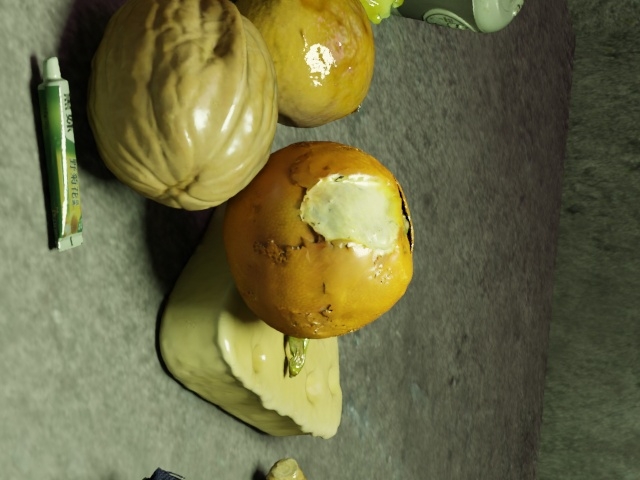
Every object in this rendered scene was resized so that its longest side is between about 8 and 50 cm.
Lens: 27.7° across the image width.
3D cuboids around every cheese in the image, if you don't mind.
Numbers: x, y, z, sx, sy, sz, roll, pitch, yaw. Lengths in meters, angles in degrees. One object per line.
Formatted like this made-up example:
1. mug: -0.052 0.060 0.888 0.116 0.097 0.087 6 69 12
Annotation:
1. cheese: -0.065 0.125 1.758 0.384 0.104 0.383 -5 90 -67

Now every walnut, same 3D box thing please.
1. walnut: -0.151 -0.164 1.455 0.225 0.225 0.260 48 38 -57

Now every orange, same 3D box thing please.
1. orange: 0.000 0.000 1.534 0.240 0.240 0.240 -3 90 -68

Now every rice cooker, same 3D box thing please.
1. rice cooker: 0.238 -0.530 2.385 0.288 0.277 0.288 15 90 -70

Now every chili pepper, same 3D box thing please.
1. chili pepper: -0.022 0.073 1.683 0.049 0.043 0.208 19 68 -79

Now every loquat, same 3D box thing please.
1. loquat: -0.025 -0.269 1.801 0.238 0.193 0.238 -8 90 -74

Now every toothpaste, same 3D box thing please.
1. toothpaste: -0.275 -0.091 1.371 0.049 0.032 0.204 -25 113 -66

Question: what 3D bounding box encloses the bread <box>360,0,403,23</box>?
1. bread: 0.017 -0.532 1.919 0.251 0.208 0.376 -53 137 -32

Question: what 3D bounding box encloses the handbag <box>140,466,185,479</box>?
1. handbag: -0.200 0.356 1.363 0.208 0.127 0.228 24 64 -73

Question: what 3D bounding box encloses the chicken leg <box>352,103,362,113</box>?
1. chicken leg: 0.019 -0.298 2.108 0.253 0.051 0.105 52 47 -56

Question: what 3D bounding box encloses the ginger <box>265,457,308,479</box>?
1. ginger: -0.048 0.407 1.766 0.157 0.102 0.216 102 -8 -60
